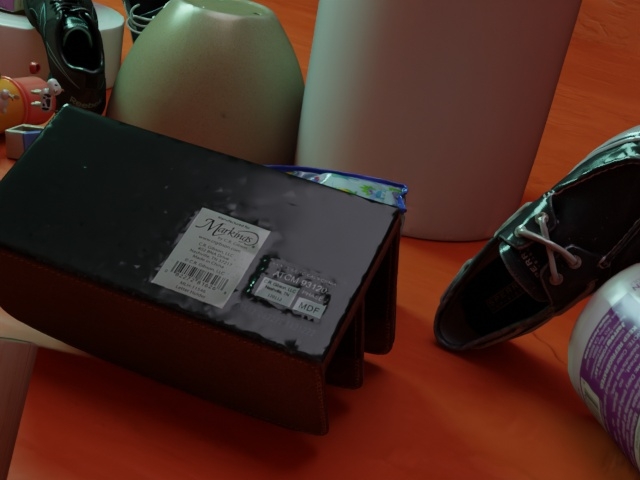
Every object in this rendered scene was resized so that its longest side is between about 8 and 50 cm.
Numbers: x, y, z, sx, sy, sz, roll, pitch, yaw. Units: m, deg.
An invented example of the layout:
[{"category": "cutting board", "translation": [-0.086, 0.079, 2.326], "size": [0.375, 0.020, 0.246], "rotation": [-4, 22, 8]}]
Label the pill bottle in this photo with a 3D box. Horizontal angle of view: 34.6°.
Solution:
[{"category": "pill bottle", "translation": [0.319, 0.143, 0.759], "size": [0.169, 0.169, 0.301], "rotation": [4, 23, -16]}]

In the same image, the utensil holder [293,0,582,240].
[{"category": "utensil holder", "translation": [0.145, -0.234, 1.293], "size": [0.328, 0.385, 0.327], "rotation": [9, 23, -4]}]

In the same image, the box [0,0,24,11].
[{"category": "box", "translation": [-0.501, -0.447, 1.593], "size": [0.214, 0.117, 0.243], "rotation": [15, 22, 11]}]

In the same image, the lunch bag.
[{"category": "lunch bag", "translation": [0.000, 0.000, 1.003], "size": [0.151, 0.128, 0.096], "rotation": [13, 22, 2]}]

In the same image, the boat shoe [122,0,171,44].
[{"category": "boat shoe", "translation": [-0.254, -0.349, 1.583], "size": [0.095, 0.254, 0.079], "rotation": [-17, 1, -7]}]

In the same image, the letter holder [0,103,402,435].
[{"category": "letter holder", "translation": [-0.102, 0.049, 0.851], "size": [0.302, 0.214, 0.152], "rotation": [18, 55, 16]}]

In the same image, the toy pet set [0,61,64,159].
[{"category": "toy pet set", "translation": [-0.341, -0.146, 1.212], "size": [0.065, 0.114, 0.122], "rotation": [9, 21, 20]}]

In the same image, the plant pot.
[{"category": "plant pot", "translation": [-0.144, -0.230, 1.406], "size": [0.284, 0.190, 0.284], "rotation": [9, 22, -4]}]

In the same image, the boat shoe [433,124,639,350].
[{"category": "boat shoe", "translation": [0.204, 0.009, 0.901], "size": [0.102, 0.301, 0.108], "rotation": [-20, 73, -42]}]

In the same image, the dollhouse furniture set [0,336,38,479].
[{"category": "dollhouse furniture set", "translation": [-0.303, 0.091, 0.378], "size": [0.257, 0.362, 0.394], "rotation": [11, -8, 3]}]

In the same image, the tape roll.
[{"category": "tape roll", "translation": [-0.446, -0.311, 1.578], "size": [0.286, 0.100, 0.286], "rotation": [10, 22, -4]}]

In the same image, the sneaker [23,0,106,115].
[{"category": "sneaker", "translation": [-0.337, -0.294, 1.404], "size": [0.101, 0.106, 0.267], "rotation": [-10, 68, -26]}]

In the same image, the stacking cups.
[{"category": "stacking cups", "translation": [-0.436, -0.142, 1.212], "size": [0.096, 0.096, 0.316], "rotation": [21, 20, 23]}]
